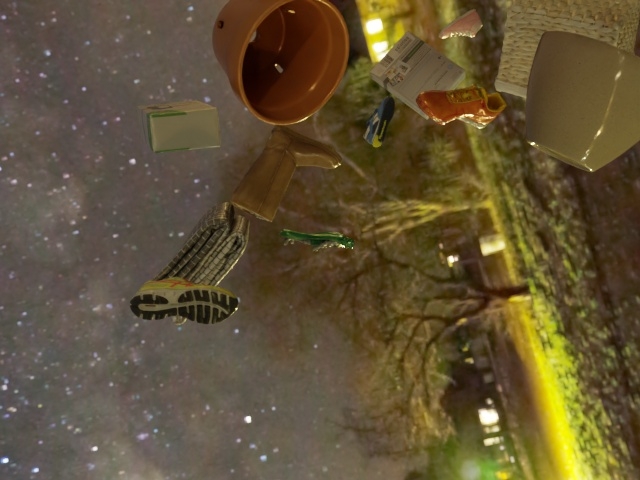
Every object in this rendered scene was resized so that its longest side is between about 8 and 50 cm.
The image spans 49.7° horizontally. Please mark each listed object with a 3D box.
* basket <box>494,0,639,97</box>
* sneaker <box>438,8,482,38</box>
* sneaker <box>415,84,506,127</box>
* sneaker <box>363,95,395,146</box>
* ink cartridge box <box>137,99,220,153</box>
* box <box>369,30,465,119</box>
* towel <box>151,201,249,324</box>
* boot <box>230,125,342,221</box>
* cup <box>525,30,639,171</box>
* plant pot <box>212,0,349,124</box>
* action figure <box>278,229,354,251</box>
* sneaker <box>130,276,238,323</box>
[{"bbox_3d":[0.713,-0.578,1.961,0.331,0.328,0.266,-49,-32,-38],"label":"basket"},{"bbox_3d":[0.428,-0.635,2.088,0.070,0.134,0.051,58,-178,5],"label":"sneaker"},{"bbox_3d":[0.219,-0.219,1.082,0.175,0.067,0.064,-7,-119,-38],"label":"sneaker"},{"bbox_3d":[0.159,-0.335,1.919,0.053,0.059,0.144,7,-70,-48],"label":"sneaker"},{"bbox_3d":[-0.336,-0.270,1.621,0.212,0.154,0.093,-146,49,-64],"label":"ink cartridge box"},{"bbox_3d":[0.238,-0.407,1.694,0.186,0.145,0.038,41,177,21],"label":"box"},{"bbox_3d":[-0.299,0.043,1.692,0.121,0.283,0.235,41,-175,-13],"label":"towel"},{"bbox_3d":[-0.096,-0.173,1.996,0.089,0.236,0.269,94,-158,-76],"label":"boot"},{"bbox_3d":[0.607,-0.298,1.589,0.236,0.331,0.331,-64,-3,11],"label":"cup"},{"bbox_3d":[-0.110,-0.433,1.556,0.203,0.291,0.290,40,164,39],"label":"plant pot"},{"bbox_3d":[0.000,0.000,2.200,0.137,0.232,0.063,-16,-72,-63],"label":"action figure"},{"bbox_3d":[-0.267,0.107,1.380,0.094,0.209,0.081,-92,8,-61],"label":"sneaker"}]
